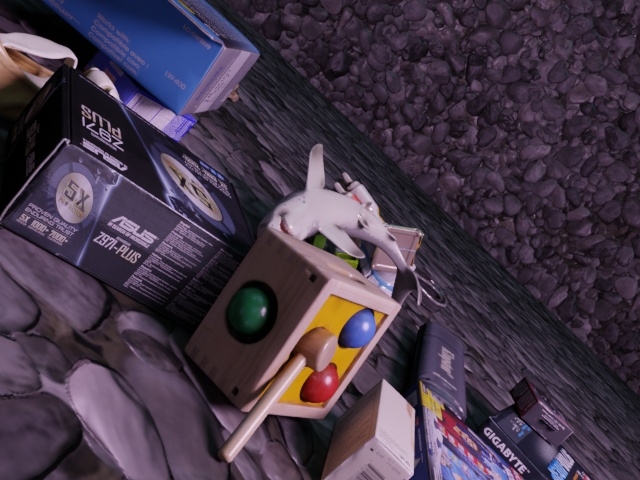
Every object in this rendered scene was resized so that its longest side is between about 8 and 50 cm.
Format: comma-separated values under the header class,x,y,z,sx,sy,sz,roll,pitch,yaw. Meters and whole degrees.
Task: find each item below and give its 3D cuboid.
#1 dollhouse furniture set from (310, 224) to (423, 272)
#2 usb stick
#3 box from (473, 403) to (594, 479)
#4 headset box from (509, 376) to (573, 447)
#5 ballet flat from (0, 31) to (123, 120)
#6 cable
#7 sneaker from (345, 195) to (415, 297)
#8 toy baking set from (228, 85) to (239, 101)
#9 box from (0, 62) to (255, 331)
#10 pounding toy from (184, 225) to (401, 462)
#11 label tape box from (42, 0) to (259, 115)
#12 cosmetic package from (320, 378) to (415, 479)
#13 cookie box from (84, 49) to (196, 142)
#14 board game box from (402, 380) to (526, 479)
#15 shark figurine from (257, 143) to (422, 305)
class,x,y,z,sx,sy,sz,roll,pitch,yaw
dollhouse furniture set,0.061,-0.004,1.072,0.152,0.076,0.058,8,31,-12
usb stick,0.145,0.161,0.940,0.077,0.045,0.278,45,13,1
box,0.267,0.282,0.919,0.175,0.051,0.220,48,13,21
headset box,0.279,0.218,0.970,0.062,0.032,0.083,41,10,-7
ballet flat,-0.218,-0.123,0.659,0.080,0.073,0.232,48,13,23
cable,0.116,0.007,1.287,0.287,0.072,0.139,45,18,3
sneaker,0.088,-0.005,1.159,0.071,0.083,0.190,22,32,-49
toy baking set,-0.248,-0.354,1.405,0.256,0.030,0.197,46,13,7
box,-0.143,-0.032,0.588,0.180,0.077,0.147,36,16,-32
pounding toy,-0.022,0.076,0.547,0.100,0.130,0.141,38,7,33
label tape box,-0.208,-0.256,0.856,0.241,0.106,0.333,41,11,-5
cosmetic package,0.039,0.158,0.592,0.041,0.060,0.115,45,14,-2
cookie box,-0.212,-0.172,0.907,0.092,0.040,0.107,50,13,30
board game box,0.135,0.236,0.640,0.194,0.060,0.194,44,12,-5
shark figurine,0.018,-0.007,0.987,0.278,0.116,0.166,24,56,-37
